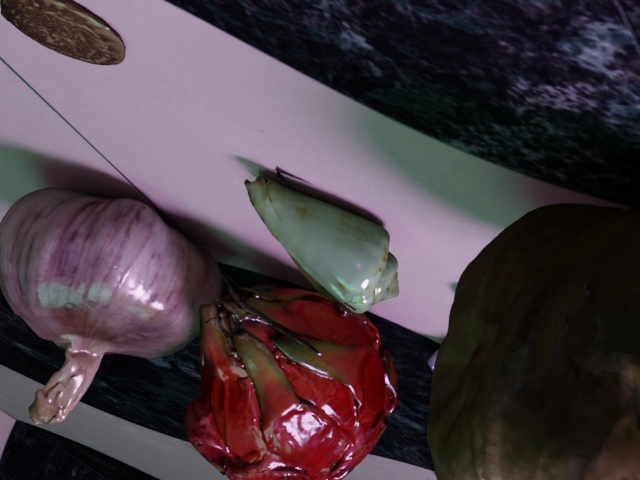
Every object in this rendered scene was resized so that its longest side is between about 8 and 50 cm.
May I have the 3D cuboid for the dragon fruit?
[{"bbox_3d":[-0.047,0.146,1.683,0.233,0.234,0.293,8,160,41],"label":"dragon fruit"}]

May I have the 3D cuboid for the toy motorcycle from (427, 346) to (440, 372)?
[{"bbox_3d":[0.191,0.208,1.757,0.159,0.106,0.270,20,150,52],"label":"toy motorcycle"}]

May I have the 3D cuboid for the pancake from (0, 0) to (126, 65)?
[{"bbox_3d":[-0.209,-0.171,1.329,0.115,0.011,0.115,22,162,7],"label":"pancake"}]

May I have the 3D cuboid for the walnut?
[{"bbox_3d":[0.218,0.111,1.164,0.253,0.277,0.282,20,176,-15],"label":"walnut"}]

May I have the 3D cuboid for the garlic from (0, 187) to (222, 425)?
[{"bbox_3d":[-0.246,0.079,1.725,0.245,0.253,0.245,23,171,4],"label":"garlic"}]

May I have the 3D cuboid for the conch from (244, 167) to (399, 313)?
[{"bbox_3d":[0.000,0.000,1.469,0.170,0.079,0.106,40,156,2],"label":"conch"}]
